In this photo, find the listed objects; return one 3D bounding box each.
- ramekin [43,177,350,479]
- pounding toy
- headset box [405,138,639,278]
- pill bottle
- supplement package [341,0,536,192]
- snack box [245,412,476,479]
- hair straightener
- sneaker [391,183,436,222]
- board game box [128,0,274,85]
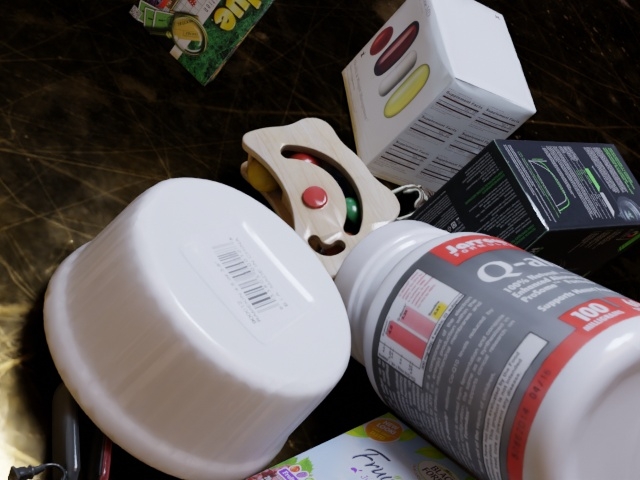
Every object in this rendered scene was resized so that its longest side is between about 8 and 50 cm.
[{"bbox_3d":[-0.102,0.072,0.927,0.277,0.135,0.277,34,30,-23],"label":"ramekin"},{"bbox_3d":[0.000,0.000,1.169,0.154,0.155,0.269,-34,71,-22],"label":"pounding toy"},{"bbox_3d":[0.253,-0.004,1.258,0.283,0.246,0.131,-3,59,-44],"label":"headset box"},{"bbox_3d":[0.170,0.112,0.956,0.210,0.210,0.363,12,11,-35],"label":"pill bottle"},{"bbox_3d":[0.156,-0.207,1.375,0.149,0.203,0.194,16,47,-32],"label":"supplement package"},{"bbox_3d":[0.059,0.259,0.888,0.174,0.070,0.207,-18,34,-30],"label":"snack box"},{"bbox_3d":[-0.223,0.217,0.815,0.089,0.047,0.230,21,50,-28],"label":"hair straightener"},{"bbox_3d":[0.127,-0.041,1.312,0.188,0.071,0.066,-15,68,-47],"label":"sneaker"},{"bbox_3d":[-0.117,-0.315,1.177,0.136,0.259,0.030,42,39,-4],"label":"board game box"}]
